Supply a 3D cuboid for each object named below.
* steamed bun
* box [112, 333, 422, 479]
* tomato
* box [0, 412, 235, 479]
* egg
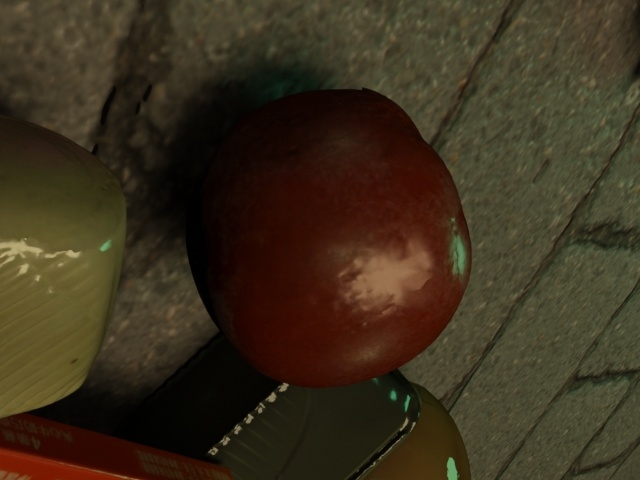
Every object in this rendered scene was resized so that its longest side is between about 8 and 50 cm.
[{"bbox_3d":[-0.228,0.005,0.398,0.239,0.152,0.170,0,133,-25],"label":"steamed bun"},{"bbox_3d":[-0.058,0.178,0.740,0.274,0.138,0.178,-43,134,-3],"label":"box"},{"bbox_3d":[0.000,0.000,0.554,0.185,0.208,0.208,-23,141,-3],"label":"tomato"},{"bbox_3d":[-0.227,0.242,0.555,0.265,0.048,0.273,-47,139,8],"label":"box"},{"bbox_3d":[0.069,0.283,0.873,0.201,0.244,0.201,-6,151,-3],"label":"egg"}]
